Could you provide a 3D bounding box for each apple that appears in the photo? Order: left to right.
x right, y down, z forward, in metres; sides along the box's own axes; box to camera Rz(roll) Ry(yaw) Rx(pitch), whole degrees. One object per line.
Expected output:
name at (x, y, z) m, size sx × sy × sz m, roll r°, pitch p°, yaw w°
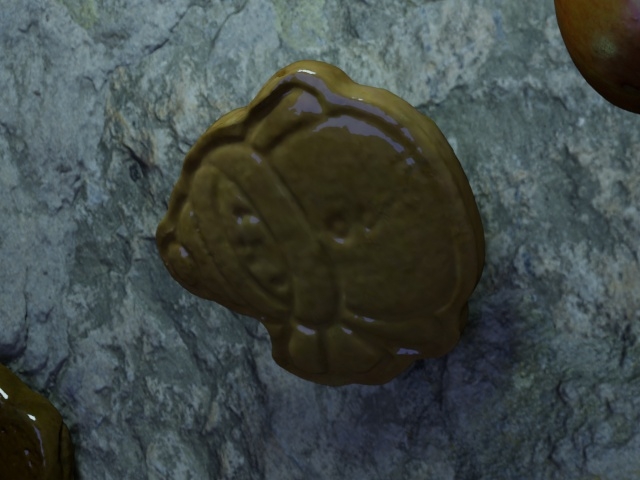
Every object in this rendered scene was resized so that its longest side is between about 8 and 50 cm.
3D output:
apple at (0.275, -0.199, 1.520) m, size 0.196 × 0.196 × 0.196 m, roll 13°, pitch 112°, yaw 36°

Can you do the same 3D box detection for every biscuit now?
biscuit at (-0.403, 0.329, 2.327) m, size 0.359 × 0.074 × 0.381 m, roll -22°, pitch 91°, yaw 43°
biscuit at (0.000, 0.000, 1.840) m, size 0.351 × 0.057 × 0.312 m, roll -31°, pitch 100°, yaw 39°
